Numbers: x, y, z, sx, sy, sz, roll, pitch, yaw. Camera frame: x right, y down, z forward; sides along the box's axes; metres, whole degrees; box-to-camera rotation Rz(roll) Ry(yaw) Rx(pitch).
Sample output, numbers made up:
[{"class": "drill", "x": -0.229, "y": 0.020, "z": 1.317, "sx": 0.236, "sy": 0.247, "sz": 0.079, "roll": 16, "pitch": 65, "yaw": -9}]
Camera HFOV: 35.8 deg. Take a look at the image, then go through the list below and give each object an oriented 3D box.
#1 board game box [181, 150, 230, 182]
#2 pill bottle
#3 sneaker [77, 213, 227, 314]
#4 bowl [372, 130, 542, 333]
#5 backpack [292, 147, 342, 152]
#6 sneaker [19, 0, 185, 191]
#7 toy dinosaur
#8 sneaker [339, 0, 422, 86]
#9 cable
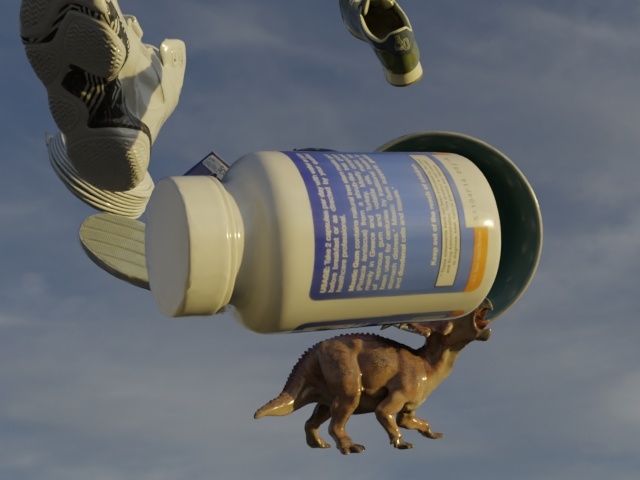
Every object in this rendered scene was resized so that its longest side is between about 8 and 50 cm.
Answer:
[{"class": "board game box", "x": -0.178, "y": -0.058, "z": 1.693, "sx": 0.136, "sy": 0.201, "sz": 0.035, "roll": -40, "pitch": -41, "yaw": -10}, {"class": "pill bottle", "x": 0.000, "y": 0.000, "z": 0.828, "sx": 0.272, "sy": 0.152, "sz": 0.152, "roll": -1, "pitch": -26, "yaw": -27}, {"class": "sneaker", "x": -0.243, "y": 0.049, "z": 1.471, "sx": 0.258, "sy": 0.094, "sz": 0.091, "roll": 27, "pitch": -32, "yaw": -6}, {"class": "bowl", "x": 0.188, "y": -0.018, "z": 1.546, "sx": 0.312, "sy": 0.311, "sz": 0.163, "roll": -9, "pitch": 5, "yaw": 14}, {"class": "backpack", "x": 0.024, "y": -0.136, "z": 2.258, "sx": 0.189, "sy": 0.144, "sz": 0.166, "roll": 1, "pitch": 10, "yaw": 3}, {"class": "sneaker", "x": -0.290, "y": -0.262, "z": 1.364, "sx": 0.138, "sy": 0.210, "sz": 0.365, "roll": 7, "pitch": -46, "yaw": 12}, {"class": "toy dinosaur", "x": 0.061, "y": 0.157, "z": 1.235, "sx": 0.296, "sy": 0.200, "sz": 0.127, "roll": -4, "pitch": -6, "yaw": -4}, {"class": "sneaker", "x": 0.072, "y": -0.282, "z": 1.239, "sx": 0.064, "sy": 0.192, "sz": 0.086, "roll": -24, "pitch": -38, "yaw": -4}, {"class": "cable", "x": -0.490, "y": -0.159, "z": 2.230, "sx": 0.257, "sy": 0.257, "sz": 0.089, "roll": 30, "pitch": -70, "yaw": -32}]
